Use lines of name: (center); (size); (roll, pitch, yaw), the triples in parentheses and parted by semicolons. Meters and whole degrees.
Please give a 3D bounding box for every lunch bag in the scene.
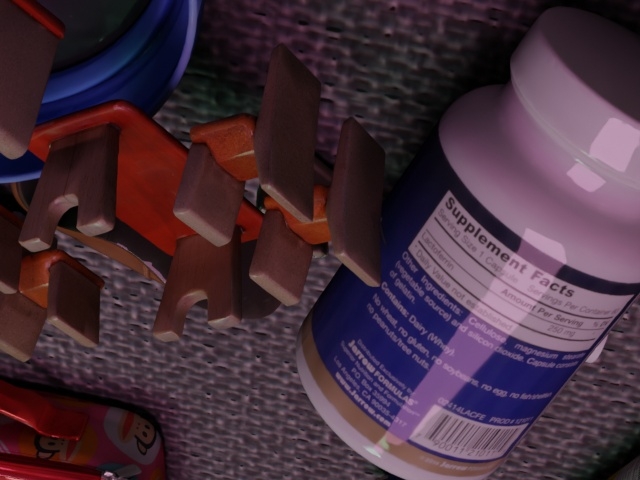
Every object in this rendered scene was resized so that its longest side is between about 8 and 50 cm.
lunch bag: (-0.280, 0.210, 1.296); (0.293, 0.120, 0.258); (8, 137, 5)

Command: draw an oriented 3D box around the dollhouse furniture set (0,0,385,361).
dollhouse furniture set: (-0.127, -0.056, 0.825); (0.262, 0.135, 0.259); (-13, 145, 29)

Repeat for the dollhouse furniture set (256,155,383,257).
dollhouse furniture set: (0.000, 0.000, 0.984); (0.151, 0.076, 0.058); (37, 135, -27)

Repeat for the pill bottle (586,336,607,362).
pill bottle: (0.136, 0.045, 1.006); (0.116, 0.065, 0.065); (16, 141, -3)

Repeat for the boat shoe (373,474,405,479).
boat shoe: (0.111, 0.259, 1.268); (0.183, 0.066, 0.066); (24, 141, -12)

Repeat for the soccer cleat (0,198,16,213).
soccer cleat: (-0.246, -0.016, 1.060); (0.072, 0.060, 0.179); (-3, 145, 6)

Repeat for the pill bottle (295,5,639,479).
pill bottle: (0.109, 0.006, 0.859); (0.153, 0.153, 0.265); (26, 120, -14)

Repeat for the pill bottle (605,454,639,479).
pill bottle: (0.276, 0.212, 1.123); (0.117, 0.118, 0.208); (24, 140, -12)

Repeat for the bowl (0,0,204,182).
bowl: (-0.250, -0.191, 0.829); (0.391, 0.077, 0.391); (8, 141, 7)

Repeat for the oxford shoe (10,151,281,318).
oxford shoe: (-0.118, -0.010, 1.030); (0.212, 0.076, 0.076); (30, 169, -22)
